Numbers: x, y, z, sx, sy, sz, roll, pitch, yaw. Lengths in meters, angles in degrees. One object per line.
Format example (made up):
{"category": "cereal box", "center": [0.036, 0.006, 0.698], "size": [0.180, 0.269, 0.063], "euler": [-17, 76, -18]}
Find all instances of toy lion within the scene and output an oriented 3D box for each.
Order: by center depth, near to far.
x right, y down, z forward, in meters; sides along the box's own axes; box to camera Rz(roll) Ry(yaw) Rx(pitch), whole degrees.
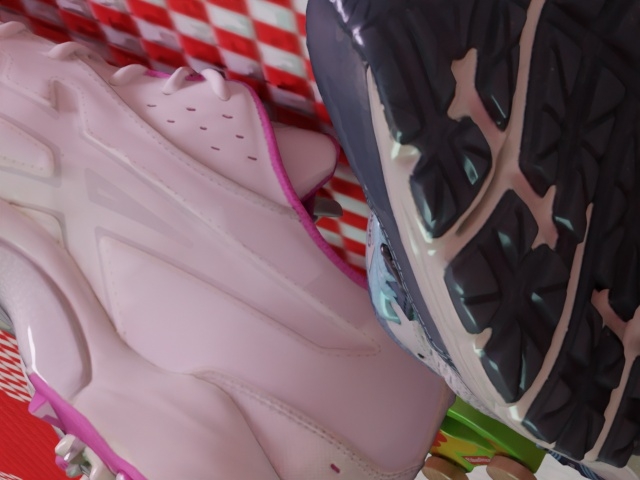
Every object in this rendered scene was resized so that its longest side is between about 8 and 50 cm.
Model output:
{"category": "toy lion", "center": [0.049, 0.080, 0.852], "size": [0.096, 0.034, 0.100], "euler": [38, 160, -17]}

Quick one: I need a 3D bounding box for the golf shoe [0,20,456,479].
{"category": "golf shoe", "center": [-0.081, -0.018, 0.607], "size": [0.306, 0.140, 0.115], "euler": [46, 167, 4]}

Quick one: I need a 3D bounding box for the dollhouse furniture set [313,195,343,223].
{"category": "dollhouse furniture set", "center": [0.000, 0.000, 0.708], "size": [0.114, 0.091, 0.081], "euler": [11, 135, -44]}

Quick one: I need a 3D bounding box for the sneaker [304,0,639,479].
{"category": "sneaker", "center": [0.051, 0.006, 0.487], "size": [0.122, 0.110, 0.283], "euler": [17, 162, 35]}
